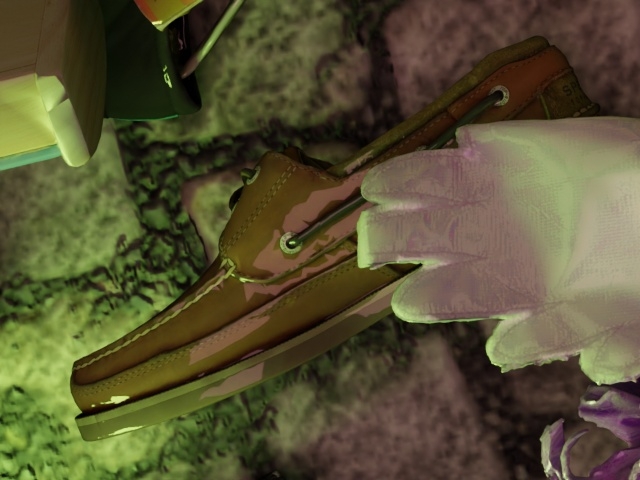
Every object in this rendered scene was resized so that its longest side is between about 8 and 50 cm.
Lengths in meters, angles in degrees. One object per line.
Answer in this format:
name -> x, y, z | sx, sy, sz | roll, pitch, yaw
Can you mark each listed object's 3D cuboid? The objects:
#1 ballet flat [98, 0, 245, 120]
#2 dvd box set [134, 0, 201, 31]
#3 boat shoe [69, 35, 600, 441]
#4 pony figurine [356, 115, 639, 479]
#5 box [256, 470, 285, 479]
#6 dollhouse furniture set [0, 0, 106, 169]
ballet flat -> -0.059, -0.188, 0.841 | 0.096, 0.095, 0.280 | 19, 115, 1
dvd box set -> 0.016, -0.323, 0.671 | 0.420, 0.062, 0.307 | -32, 98, 21
boat shoe -> 0.000, 0.000, 0.850 | 0.307, 0.111, 0.104 | -26, 93, 6
pony figurine -> 0.200, 0.091, 0.692 | 0.351, 0.302, 0.363 | -12, 139, 14
box -> -0.040, 0.286, 0.872 | 0.165, 0.143, 0.270 | -30, 92, 34
dollhouse furniture set -> -0.177, 0.011, 0.862 | 0.198, 0.286, 0.303 | -12, 124, 4
